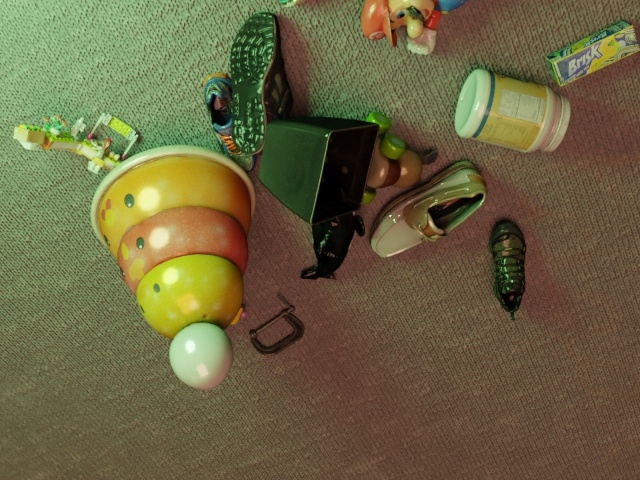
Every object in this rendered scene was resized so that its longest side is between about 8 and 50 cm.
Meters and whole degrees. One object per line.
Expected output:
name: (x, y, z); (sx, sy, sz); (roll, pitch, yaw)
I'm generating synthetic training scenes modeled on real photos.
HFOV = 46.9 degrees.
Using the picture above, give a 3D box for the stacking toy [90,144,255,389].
stacking toy: (-0.258, 0.075, 1.462); (0.351, 0.480, 0.350); (-12, 140, -10)

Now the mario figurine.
mario figurine: (0.232, -0.451, 1.400); (0.320, 0.170, 0.198); (-22, 119, 8)

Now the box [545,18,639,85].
box: (0.554, -0.382, 1.506); (0.169, 0.054, 0.059); (-24, 116, 12)

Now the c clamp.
c clamp: (-0.115, 0.219, 1.839); (0.161, 0.022, 0.137); (-40, 117, 17)

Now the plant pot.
plant pot: (-0.014, -0.160, 1.473); (0.167, 0.188, 0.187); (25, 115, 28)

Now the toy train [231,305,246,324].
toy train: (-0.251, 0.158, 1.789); (0.166, 0.046, 0.125); (-37, 112, 14)

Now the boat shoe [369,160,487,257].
boat shoe: (0.235, -0.053, 1.642); (0.302, 0.103, 0.113); (-40, 124, 20)

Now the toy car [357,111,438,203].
toy car: (0.163, -0.169, 1.593); (0.188, 0.149, 0.155); (4, 134, -33)

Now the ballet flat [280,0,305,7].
ballet flat: (0.015, -0.534, 1.400); (0.077, 0.091, 0.241); (18, 123, -36)

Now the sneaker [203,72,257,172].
sneaker: (-0.196, -0.236, 1.550); (0.083, 0.087, 0.221); (-18, 117, 10)

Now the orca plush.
orca plush: (0.000, 0.000, 1.653); (0.151, 0.102, 0.287); (34, 134, 7)

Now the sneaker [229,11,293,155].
sneaker: (-0.112, -0.317, 1.515); (0.107, 0.124, 0.283); (12, 100, 32)

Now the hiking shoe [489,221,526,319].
hiking shoe: (0.447, 0.069, 1.714); (0.086, 0.114, 0.227); (-10, 118, 3)

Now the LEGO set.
LEGO set: (-0.482, -0.214, 1.531); (0.287, 0.132, 0.107); (25, 112, -39)

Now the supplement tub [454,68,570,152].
supplement tub: (0.392, -0.261, 1.517); (0.200, 0.144, 0.144); (12, 118, -8)
